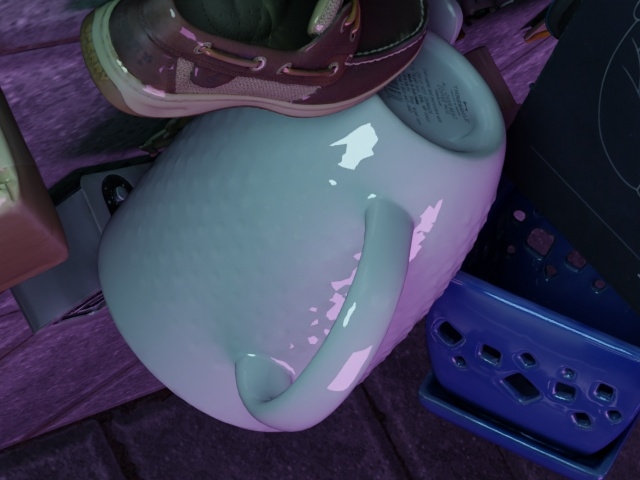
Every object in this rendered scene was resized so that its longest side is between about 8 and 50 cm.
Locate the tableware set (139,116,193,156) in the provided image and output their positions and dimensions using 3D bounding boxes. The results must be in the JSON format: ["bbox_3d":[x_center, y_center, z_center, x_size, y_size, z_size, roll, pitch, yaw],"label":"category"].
[{"bbox_3d":[-0.093,-0.123,1.852,0.169,0.020,0.141,-25,172,-15],"label":"tableware set"}]

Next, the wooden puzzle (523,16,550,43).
[{"bbox_3d":[0.267,-0.253,2.203,0.078,0.014,0.116,-26,173,-39],"label":"wooden puzzle"}]

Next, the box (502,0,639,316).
[{"bbox_3d":[0.475,-0.107,1.705,0.297,0.480,0.472,-20,150,-41],"label":"box"}]

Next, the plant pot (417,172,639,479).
[{"bbox_3d":[0.233,0.087,1.925,0.236,0.236,0.212,-51,161,-47],"label":"plant pot"}]

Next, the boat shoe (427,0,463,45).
[{"bbox_3d":[0.057,-0.175,1.841,0.219,0.078,0.070,-32,-179,40],"label":"boat shoe"}]

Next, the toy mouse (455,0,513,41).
[{"bbox_3d":[0.118,-0.215,1.906,0.161,0.031,0.143,-27,172,-3],"label":"toy mouse"}]

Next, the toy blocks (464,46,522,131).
[{"bbox_3d":[0.094,-0.038,2.126,0.309,0.260,0.288,-29,172,16],"label":"toy blocks"}]

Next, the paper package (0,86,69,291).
[{"bbox_3d":[-0.332,-0.016,1.205,0.309,0.168,0.325,-25,176,-3],"label":"paper package"}]

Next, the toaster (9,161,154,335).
[{"bbox_3d":[-0.219,0.006,1.943,0.186,0.110,0.168,-33,169,35],"label":"toaster"}]

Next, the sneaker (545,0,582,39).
[{"bbox_3d":[0.399,-0.276,2.032,0.341,0.139,0.125,-27,175,10],"label":"sneaker"}]

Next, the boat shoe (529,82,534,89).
[{"bbox_3d":[0.280,-0.141,2.081,0.258,0.089,0.109,-39,149,-31],"label":"boat shoe"}]

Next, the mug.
[{"bbox_3d":[0.000,0.000,1.702,0.276,0.374,0.328,27,128,-22],"label":"mug"}]

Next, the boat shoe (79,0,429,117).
[{"bbox_3d":[-0.018,-0.170,1.477,0.342,0.123,0.123,-9,163,-45],"label":"boat shoe"}]
